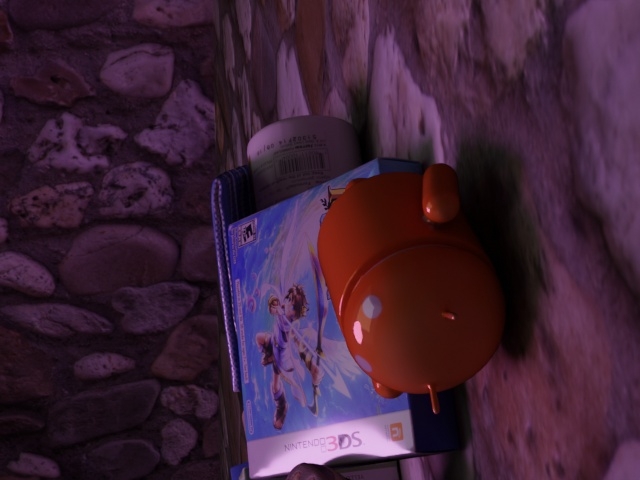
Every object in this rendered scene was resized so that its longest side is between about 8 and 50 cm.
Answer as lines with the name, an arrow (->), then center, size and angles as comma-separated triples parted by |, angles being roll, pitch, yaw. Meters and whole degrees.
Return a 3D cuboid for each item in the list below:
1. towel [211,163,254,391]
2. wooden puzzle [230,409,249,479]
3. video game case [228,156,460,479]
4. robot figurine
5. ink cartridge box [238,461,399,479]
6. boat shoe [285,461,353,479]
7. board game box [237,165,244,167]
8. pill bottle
towel -> -0.068, 0.029, 1.395 | 0.336, 0.040, 0.243 | -46, -51, -79
wooden puzzle -> -0.068, 0.481, 1.813 | 0.322, 0.081, 0.347 | -107, 1, -54
video game case -> 0.011, 0.083, 1.117 | 0.244, 0.061, 0.269 | -21, 70, 47
robot figurine -> 0.068, 0.029, 0.897 | 0.128, 0.158, 0.219 | 43, -164, -31
ink cartridge box -> 0.010, 0.353, 1.241 | 0.056, 0.171, 0.235 | 115, 149, -70
boat shoe -> 0.080, 0.313, 0.965 | 0.132, 0.130, 0.355 | -60, 37, 17
board game box -> -0.069, -0.072, 1.753 | 0.181, 0.092, 0.043 | -119, 27, -68
pill bottle -> -0.007, -0.012, 1.300 | 0.131, 0.131, 0.229 | 110, 154, -67
